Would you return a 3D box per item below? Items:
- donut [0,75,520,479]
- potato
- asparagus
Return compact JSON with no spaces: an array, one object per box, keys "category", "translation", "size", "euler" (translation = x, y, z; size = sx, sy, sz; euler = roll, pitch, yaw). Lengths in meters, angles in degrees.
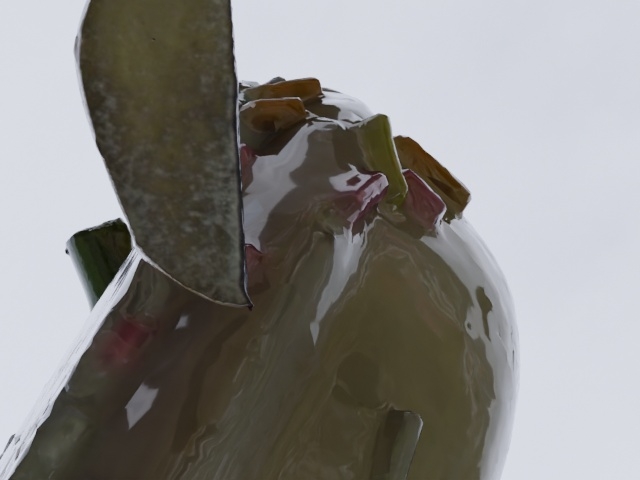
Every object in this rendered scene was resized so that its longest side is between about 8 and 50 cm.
[{"category":"donut","translation":[-0.059,0.124,0.571],"size":[0.142,0.382,0.382],"euler":[31,-125,-6]},{"category":"potato","translation":[-0.036,-0.031,0.366],"size":[0.036,0.037,0.093],"euler":[-5,-81,-11]},{"category":"asparagus","translation":[-0.115,0.070,1.072],"size":[0.045,0.041,0.178],"euler":[-15,-107,-33]}]
